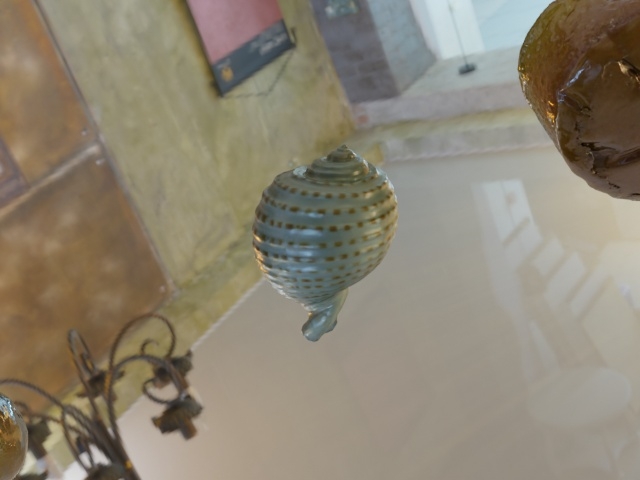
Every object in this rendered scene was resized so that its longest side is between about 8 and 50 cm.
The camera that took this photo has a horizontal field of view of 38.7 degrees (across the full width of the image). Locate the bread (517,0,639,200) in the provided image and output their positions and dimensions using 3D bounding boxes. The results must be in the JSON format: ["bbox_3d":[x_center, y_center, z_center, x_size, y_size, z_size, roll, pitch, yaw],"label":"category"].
[{"bbox_3d":[0.309,-0.143,0.877,0.195,0.270,0.142,-43,-130,15],"label":"bread"}]

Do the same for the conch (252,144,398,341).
[{"bbox_3d":[-0.008,-0.006,0.915,0.200,0.131,0.172,-59,-161,18],"label":"conch"}]

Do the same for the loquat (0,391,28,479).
[{"bbox_3d":[-0.494,0.288,1.311,0.152,0.152,0.195,-22,160,-2],"label":"loquat"}]
